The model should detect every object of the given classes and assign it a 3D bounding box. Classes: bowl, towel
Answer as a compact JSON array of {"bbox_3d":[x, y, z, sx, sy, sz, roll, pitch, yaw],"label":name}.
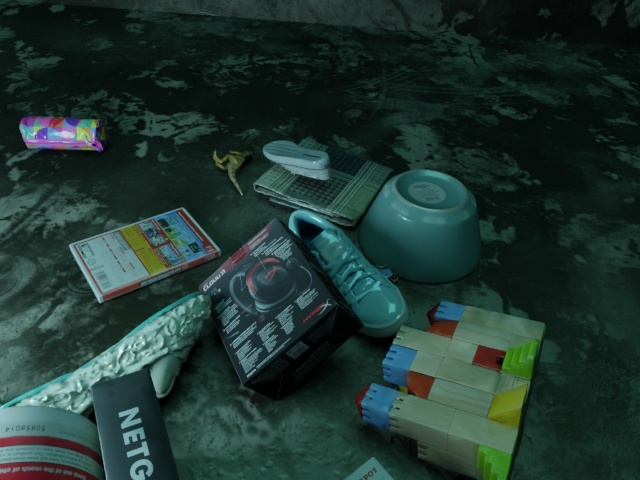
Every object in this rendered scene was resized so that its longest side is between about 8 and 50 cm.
[{"bbox_3d":[0.254,-0.059,1.306,0.311,0.163,0.311,3,39,-3],"label":"bowl"},{"bbox_3d":[0.013,-0.165,1.512,0.312,0.056,0.324,22,40,16],"label":"towel"}]

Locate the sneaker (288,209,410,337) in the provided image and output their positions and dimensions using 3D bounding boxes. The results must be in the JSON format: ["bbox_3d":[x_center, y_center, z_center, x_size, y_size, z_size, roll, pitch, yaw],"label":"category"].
[{"bbox_3d":[0.035,0.058,1.127,0.135,0.150,0.366,-43,48,-9],"label":"sneaker"}]

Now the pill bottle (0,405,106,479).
[{"bbox_3d":[-0.364,0.420,0.610,0.229,0.229,0.408,-8,41,-14],"label":"pill bottle"}]

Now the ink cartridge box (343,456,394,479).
[{"bbox_3d":[0.081,0.417,0.752,0.127,0.072,0.175,-22,52,-38],"label":"ink cartridge box"}]

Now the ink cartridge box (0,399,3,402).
[{"bbox_3d":[-0.566,0.267,0.889,0.028,0.083,0.048,-9,40,3],"label":"ink cartridge box"}]

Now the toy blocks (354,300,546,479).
[{"bbox_3d":[0.231,0.242,0.950,0.261,0.191,0.381,11,39,26],"label":"toy blocks"}]

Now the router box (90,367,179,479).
[{"bbox_3d":[-0.209,0.361,0.686,0.081,0.243,0.309,-14,42,-21],"label":"router box"}]

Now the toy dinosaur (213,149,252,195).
[{"bbox_3d":[-0.248,-0.217,1.531,0.112,0.064,0.211,9,40,4],"label":"toy dinosaur"}]

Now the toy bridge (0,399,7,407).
[{"bbox_3d":[-0.570,0.321,0.835,0.026,0.063,0.188,13,50,48],"label":"toy bridge"}]

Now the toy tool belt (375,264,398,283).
[{"bbox_3d":[0.139,0.079,1.213,0.083,0.051,0.052,-6,41,-13],"label":"toy tool belt"}]

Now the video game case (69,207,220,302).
[{"bbox_3d":[-0.406,0.024,1.251,0.285,0.025,0.204,-23,46,-29],"label":"video game case"}]

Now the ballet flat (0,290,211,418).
[{"bbox_3d":[-0.341,0.244,0.922,0.409,0.147,0.147,-32,51,-28],"label":"ballet flat"}]

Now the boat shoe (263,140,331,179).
[{"bbox_3d":[-0.067,-0.208,1.452,0.226,0.076,0.083,24,51,39],"label":"boat shoe"}]

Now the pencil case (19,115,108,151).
[{"bbox_3d":[-0.746,-0.312,1.576,0.236,0.104,0.104,2,39,-1],"label":"pencil case"}]

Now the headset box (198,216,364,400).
[{"bbox_3d":[-0.090,0.112,1.026,0.218,0.110,0.293,-42,47,4],"label":"headset box"}]
